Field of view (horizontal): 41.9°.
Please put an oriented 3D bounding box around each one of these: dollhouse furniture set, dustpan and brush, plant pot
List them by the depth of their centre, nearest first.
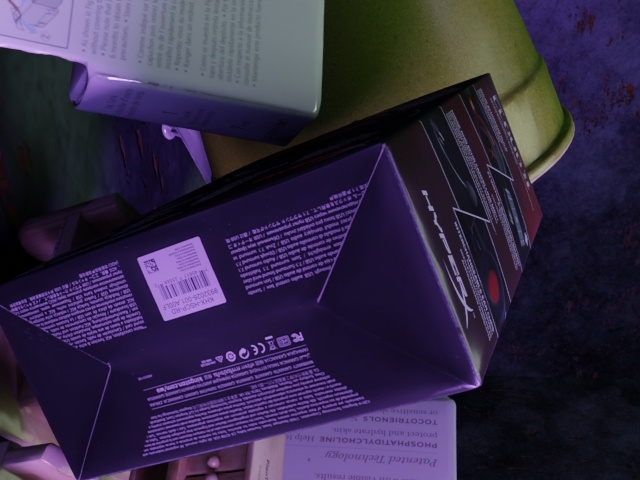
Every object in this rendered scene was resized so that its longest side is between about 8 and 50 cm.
[{"bbox_3d":[-0.154,0.131,0.555,0.242,0.161,0.212,51,34,-45],"label":"dollhouse furniture set"},{"bbox_3d":[0.013,-0.217,0.791,0.366,0.367,0.352,-76,147,-65],"label":"plant pot"},{"bbox_3d":[-0.138,-0.166,0.905,0.147,0.060,0.211,65,29,-46],"label":"dustpan and brush"}]

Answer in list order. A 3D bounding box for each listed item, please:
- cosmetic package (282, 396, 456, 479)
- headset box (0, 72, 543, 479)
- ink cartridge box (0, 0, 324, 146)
[{"bbox_3d":[0.028,0.469,1.194,0.393,0.328,0.329,-81,170,-50],"label":"cosmetic package"},{"bbox_3d":[0.000,0.000,0.488,0.110,0.218,0.293,68,24,-9],"label":"headset box"},{"bbox_3d":[-0.113,-0.205,0.457,0.060,0.239,0.275,151,-56,-64],"label":"ink cartridge box"}]
